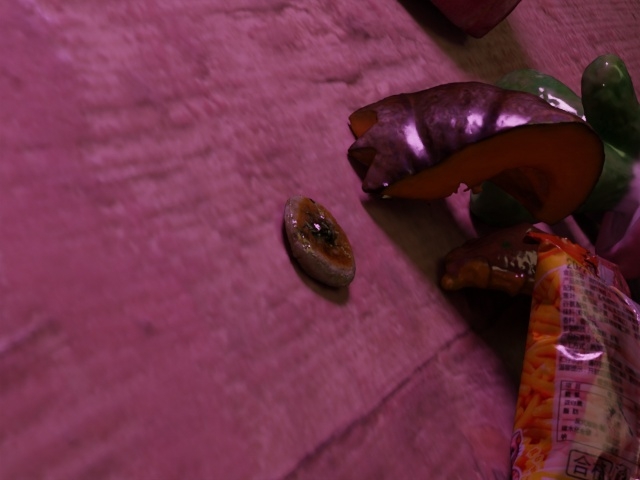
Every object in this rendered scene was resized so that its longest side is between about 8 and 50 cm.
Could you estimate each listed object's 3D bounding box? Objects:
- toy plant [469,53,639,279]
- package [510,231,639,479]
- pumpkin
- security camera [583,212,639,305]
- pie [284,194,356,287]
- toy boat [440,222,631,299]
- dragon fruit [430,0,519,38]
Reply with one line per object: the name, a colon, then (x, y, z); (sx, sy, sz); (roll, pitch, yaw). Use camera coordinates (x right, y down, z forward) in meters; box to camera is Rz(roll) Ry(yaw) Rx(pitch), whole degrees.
toy plant: (0.341, -0.055, 1.559); (0.356, 0.210, 0.317); (29, 31, -7)
package: (0.250, 0.149, 1.251); (0.223, 0.108, 0.288); (32, 61, -40)
pumpkin: (0.149, -0.108, 1.315); (0.254, 0.149, 0.130); (8, 48, -39)
security camera: (0.360, -0.027, 1.764); (0.157, 0.080, 0.301); (3, 69, -62)
pie: (-0.001, -0.002, 1.114); (0.084, 0.021, 0.084); (44, 28, -30)
toy boat: (0.223, 0.044, 1.402); (0.141, 0.099, 0.318); (24, 0, 39)
dragon fruit: (0.164, -0.443, 1.699); (0.386, 0.249, 0.371); (45, 23, -31)
